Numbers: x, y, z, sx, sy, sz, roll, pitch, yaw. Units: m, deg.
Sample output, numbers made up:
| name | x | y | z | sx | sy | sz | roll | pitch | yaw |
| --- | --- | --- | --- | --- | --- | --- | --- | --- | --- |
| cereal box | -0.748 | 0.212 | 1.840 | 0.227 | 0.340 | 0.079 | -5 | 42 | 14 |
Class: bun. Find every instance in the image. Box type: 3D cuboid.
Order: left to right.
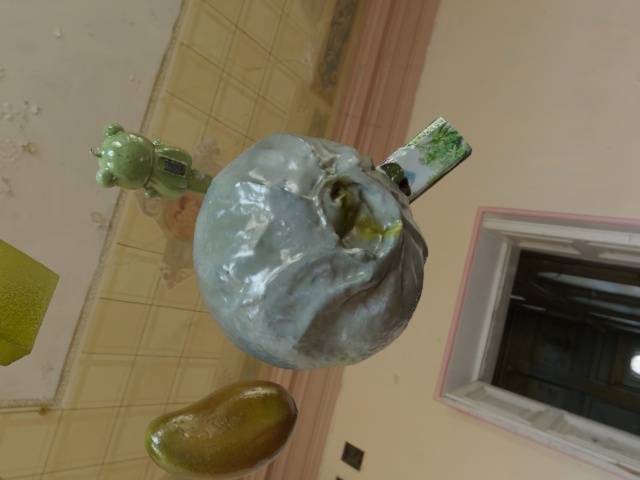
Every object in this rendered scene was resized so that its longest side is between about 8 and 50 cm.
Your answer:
| name | x | y | z | sx | sy | sz | roll | pitch | yaw |
| --- | --- | --- | --- | --- | --- | --- | --- | --- | --- |
| bun | 0.000 | 0.000 | 0.621 | 0.362 | 0.211 | 0.361 | 10 | -121 | -17 |

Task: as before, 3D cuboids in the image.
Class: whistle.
| name | x | y | z | sx | sy | sz | roll | pitch | yaw |
| --- | --- | --- | --- | --- | --- | --- | --- | --- | --- |
| whistle | -0.270 | -0.119 | 0.732 | 0.228 | 0.085 | 0.105 | 14 | -104 | -48 |

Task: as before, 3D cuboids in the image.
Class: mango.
| name | x | y | z | sx | sy | sz | roll | pitch | yaw |
| --- | --- | --- | --- | --- | --- | --- | --- | --- | --- |
| mango | -0.140 | 0.284 | 0.650 | 0.228 | 0.136 | 0.099 | -4 | -42 | -28 |

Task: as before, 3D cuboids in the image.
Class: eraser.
| name | x | y | z | sx | sy | sz | roll | pitch | yaw |
| --- | --- | --- | --- | --- | --- | --- | --- | --- | --- |
| eraser | -0.373 | 0.068 | 0.504 | 0.097 | 0.045 | 0.122 | 53 | -163 | -43 |

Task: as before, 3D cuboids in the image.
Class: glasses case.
| name | x | y | z | sx | sy | sz | roll | pitch | yaw |
| --- | --- | --- | --- | --- | --- | --- | --- | --- | --- |
| glasses case | 0.145 | -0.109 | 0.817 | 0.272 | 0.095 | 0.062 | -40 | -11 | 7 |

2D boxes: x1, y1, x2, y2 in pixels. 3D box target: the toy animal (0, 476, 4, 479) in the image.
| name | x | y | z | sx | sy | sz | roll | pitch | yaw |
| --- | --- | --- | --- | --- | --- | --- | --- | --- | --- |
| toy animal | -0.511 | 0.408 | 0.537 | 0.229 | 0.210 | 0.221 | 62 | -157 | -23 |
